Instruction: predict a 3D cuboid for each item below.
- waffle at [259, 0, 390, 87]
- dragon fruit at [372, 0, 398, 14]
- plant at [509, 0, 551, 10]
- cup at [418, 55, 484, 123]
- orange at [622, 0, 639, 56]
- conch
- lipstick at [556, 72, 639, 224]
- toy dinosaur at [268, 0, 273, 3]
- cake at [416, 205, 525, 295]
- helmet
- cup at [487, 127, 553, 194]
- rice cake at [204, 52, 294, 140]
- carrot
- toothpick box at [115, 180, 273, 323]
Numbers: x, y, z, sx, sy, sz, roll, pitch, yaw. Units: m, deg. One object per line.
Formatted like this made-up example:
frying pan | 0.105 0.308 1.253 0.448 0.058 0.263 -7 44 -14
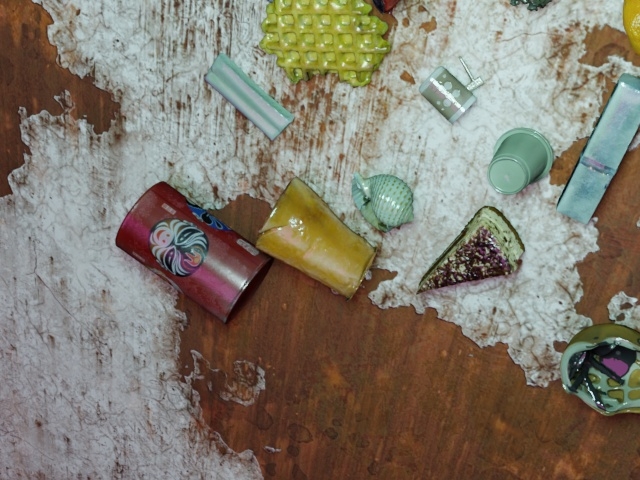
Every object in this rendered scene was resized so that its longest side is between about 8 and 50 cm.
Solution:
waffle | 0.007 -0.414 1.715 0.291 0.051 0.291 13 131 15
dragon fruit | 0.122 -0.546 1.536 0.148 0.218 0.223 -29 62 6
plant | 0.384 -0.479 1.482 0.095 0.092 0.143 19 116 8
cup | 0.258 -0.299 1.655 0.099 0.074 0.102 43 127 -1
orange | 0.587 -0.377 1.382 0.161 0.193 0.193 -3 118 56
conch | 0.141 -0.085 1.819 0.153 0.102 0.135 55 147 32
lipstick | 0.538 -0.172 1.583 0.076 0.077 0.289 27 124 12
toy dinosaur | -0.102 -0.597 1.666 0.162 0.077 0.294 -23 107 27
cake | 0.297 0.018 1.795 0.246 0.112 0.135 -16 106 36
helmet | 0.617 0.255 1.755 0.224 0.130 0.198 18 127 4
cup | 0.383 -0.146 1.638 0.120 0.141 0.120 14 123 22
rice cake | -0.163 -0.318 1.878 0.222 0.042 0.080 42 126 -1
carrot | 0.000 0.000 1.894 0.254 0.196 0.196 32 127 0
toothpick box | -0.306 0.029 2.047 0.333 0.204 0.204 36 127 4
